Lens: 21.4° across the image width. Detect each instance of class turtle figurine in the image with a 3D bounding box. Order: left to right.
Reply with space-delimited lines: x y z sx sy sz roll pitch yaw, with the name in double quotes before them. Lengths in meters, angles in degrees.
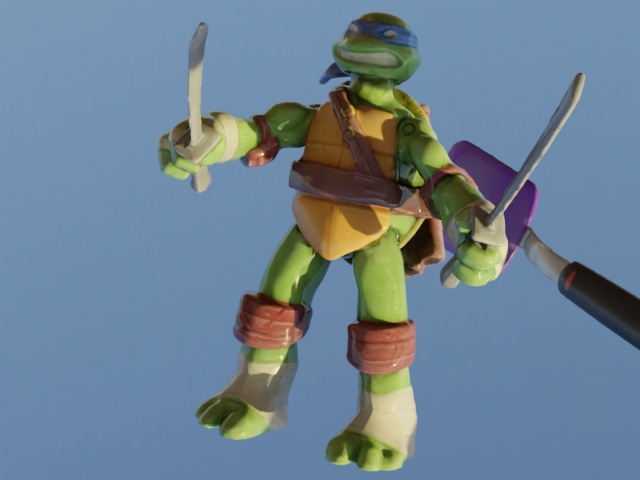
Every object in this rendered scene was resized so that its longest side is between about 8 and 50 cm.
"turtle figurine" 0.000 0.000 0.990 0.198 0.266 0.275 5 -169 -14

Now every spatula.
"spatula" 0.170 0.018 1.224 0.030 0.084 0.296 15 -164 -36
